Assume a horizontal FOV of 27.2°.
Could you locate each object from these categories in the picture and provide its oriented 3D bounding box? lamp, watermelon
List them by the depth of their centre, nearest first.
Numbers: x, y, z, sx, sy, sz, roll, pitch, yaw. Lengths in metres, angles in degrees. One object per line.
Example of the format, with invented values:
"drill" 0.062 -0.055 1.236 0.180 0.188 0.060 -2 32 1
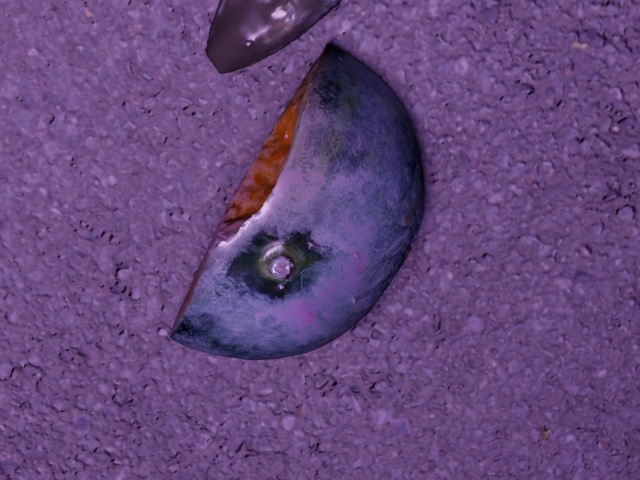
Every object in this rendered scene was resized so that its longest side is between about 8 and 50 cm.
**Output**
"lamp" -0.018 -0.250 1.202 0.101 0.101 0.250 42 106 -11
"watermelon" -0.001 0.002 1.241 0.188 0.175 0.322 24 108 -5
